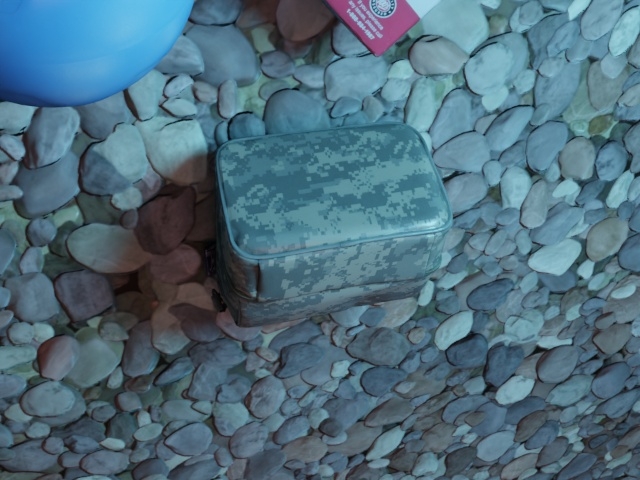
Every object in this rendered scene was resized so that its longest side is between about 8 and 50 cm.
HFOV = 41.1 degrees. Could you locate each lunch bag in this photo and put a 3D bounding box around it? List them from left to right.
[{"bbox_3d":[0.000,0.000,1.152,0.305,0.212,0.256,-9,144,-11],"label":"lunch bag"}]

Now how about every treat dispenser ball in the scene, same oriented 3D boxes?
[{"bbox_3d":[-0.261,-0.270,0.807,0.288,0.288,0.288,-10,127,-14],"label":"treat dispenser ball"}]

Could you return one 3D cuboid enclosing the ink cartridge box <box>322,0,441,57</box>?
[{"bbox_3d":[0.095,-0.396,0.951,0.306,0.131,0.226,-41,127,9],"label":"ink cartridge box"}]
